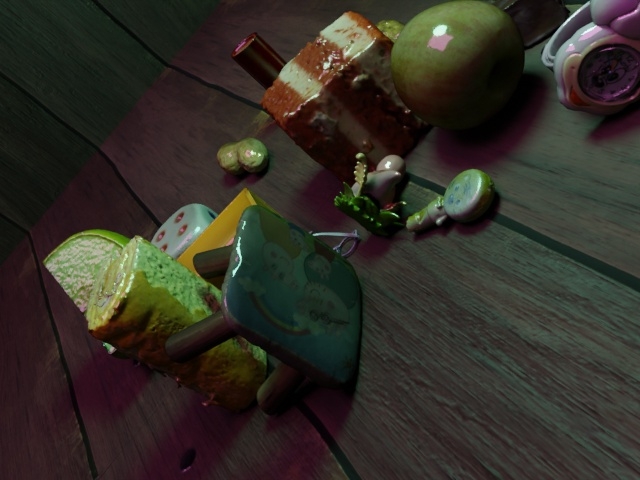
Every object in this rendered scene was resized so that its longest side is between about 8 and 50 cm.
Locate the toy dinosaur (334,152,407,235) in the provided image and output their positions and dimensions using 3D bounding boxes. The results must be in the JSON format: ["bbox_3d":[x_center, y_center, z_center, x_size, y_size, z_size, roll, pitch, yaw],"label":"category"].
[{"bbox_3d":[0.138,-0.106,1.633,0.177,0.152,0.194,-54,-10,-9],"label":"toy dinosaur"}]

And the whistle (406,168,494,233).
[{"bbox_3d":[0.249,-0.063,1.498,0.198,0.057,0.104,-33,39,40],"label":"whistle"}]

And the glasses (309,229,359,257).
[{"bbox_3d":[0.000,0.000,1.695,0.140,0.103,0.063,-30,37,36],"label":"glasses"}]

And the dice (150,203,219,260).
[{"bbox_3d":[-0.306,0.038,1.968,0.193,0.194,0.192,-46,32,9],"label":"dice"}]

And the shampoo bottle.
[{"bbox_3d":[-0.127,-0.468,2.225,0.102,0.260,0.064,-37,33,22],"label":"shampoo bottle"}]

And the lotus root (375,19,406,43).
[{"bbox_3d":[0.196,-0.512,2.028,0.190,0.094,0.108,30,110,50],"label":"lotus root"}]

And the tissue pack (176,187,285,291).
[{"bbox_3d":[-0.181,0.056,1.790,0.274,0.194,0.145,-46,35,8],"label":"tissue pack"}]

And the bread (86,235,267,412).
[{"bbox_3d":[-0.280,0.183,1.593,0.165,0.375,0.237,-37,35,24],"label":"bread"}]

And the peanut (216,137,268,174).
[{"bbox_3d":[-0.224,-0.243,2.270,0.229,0.098,0.103,-1,96,53],"label":"peanut"}]

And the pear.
[{"bbox_3d":[-0.514,0.138,2.071,0.238,0.318,0.342,-41,73,-3],"label":"pear"}]

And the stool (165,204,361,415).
[{"bbox_3d":[-0.100,0.139,1.488,0.226,0.310,0.310,-36,31,35],"label":"stool"}]

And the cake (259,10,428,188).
[{"bbox_3d":[0.071,-0.323,1.796,0.319,0.269,0.270,-47,30,7],"label":"cake"}]

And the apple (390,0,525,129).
[{"bbox_3d":[0.271,-0.355,1.576,0.234,0.257,0.257,31,82,42],"label":"apple"}]

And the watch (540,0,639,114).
[{"bbox_3d":[0.505,-0.356,1.360,0.248,0.211,0.218,-40,22,33],"label":"watch"}]

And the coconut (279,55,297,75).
[{"bbox_3d":[-0.018,-0.413,2.134,0.171,0.183,0.171,-39,-5,-4],"label":"coconut"}]

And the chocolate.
[{"bbox_3d":[0.384,-0.460,1.714,0.321,0.112,0.112,-28,27,35],"label":"chocolate"}]
